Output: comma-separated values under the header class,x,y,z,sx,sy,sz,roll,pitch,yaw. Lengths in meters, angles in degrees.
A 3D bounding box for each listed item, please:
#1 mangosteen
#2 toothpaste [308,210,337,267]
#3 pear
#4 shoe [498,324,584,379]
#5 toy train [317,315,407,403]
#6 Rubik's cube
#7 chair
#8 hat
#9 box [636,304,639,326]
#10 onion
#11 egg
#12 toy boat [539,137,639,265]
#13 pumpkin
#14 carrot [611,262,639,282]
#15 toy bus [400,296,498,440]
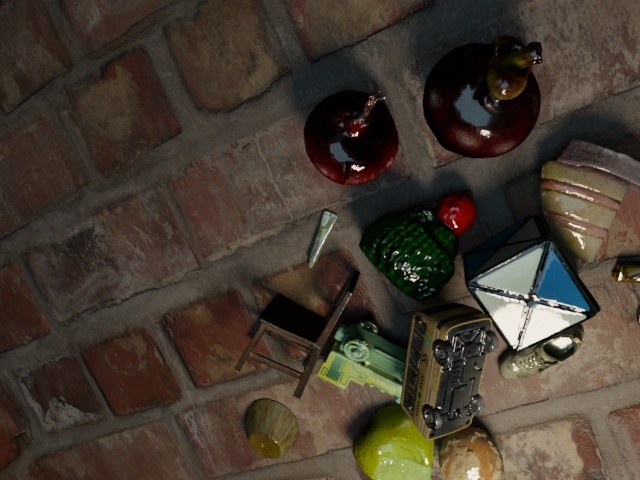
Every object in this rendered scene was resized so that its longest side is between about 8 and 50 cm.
class,x,y,z,sx,sy,sz,roll,pitch,yaw
mangosteen,0.404,-0.353,1.253,0.297,0.293,0.297,1,95,7
toothpaste,0.000,0.000,1.607,0.048,0.029,0.197,24,107,8
pear,0.243,0.688,1.651,0.281,0.176,0.287,5,105,17
shoe,0.652,0.338,1.477,0.103,0.098,0.275,47,113,4
toy train,0.196,0.408,1.606,0.368,0.150,0.237,26,121,6
Rubik's cube,0.558,0.112,1.360,0.246,0.248,0.250,-34,94,21
chair,-0.075,0.256,1.608,0.240,0.203,0.416,26,109,5
hat,0.301,-0.013,1.441,0.332,0.242,0.274,-45,104,-2
box,0.953,0.224,1.338,0.151,0.135,0.151,4,104,14
onion,0.088,-0.295,1.374,0.273,0.285,0.273,2,77,-7
egg,0.472,0.710,1.571,0.203,0.203,0.245,-8,92,18
toy boat,0.704,-0.123,1.307,0.276,0.111,0.293,39,99,-2
pumpkin,-0.192,0.704,1.818,0.217,0.110,0.217,4,111,12
carrot,0.921,0.094,1.349,0.228,0.069,0.069,4,106,16
toy bus,0.332,0.342,1.359,0.176,0.202,0.366,-7,115,-25
